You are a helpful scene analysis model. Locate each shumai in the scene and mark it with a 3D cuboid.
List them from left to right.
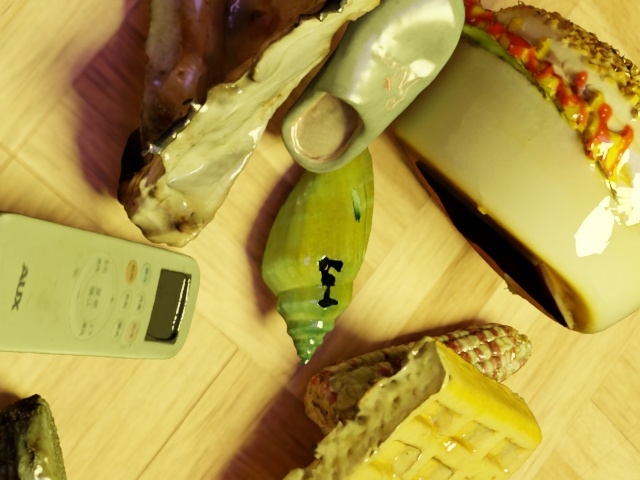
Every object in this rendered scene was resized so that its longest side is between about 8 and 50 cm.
[{"bbox_3d":[-0.236,0.169,0.964,0.087,0.124,0.099,-11,84,-10],"label":"shumai"}]

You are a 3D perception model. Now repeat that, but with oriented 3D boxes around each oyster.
[{"bbox_3d":[-0.052,-0.146,0.935,0.133,0.198,0.337,20,100,-50],"label":"oyster"}]

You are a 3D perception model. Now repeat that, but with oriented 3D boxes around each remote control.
[{"bbox_3d":[-0.164,0.038,0.913,0.309,0.038,0.090,22,80,-69],"label":"remote control"}]

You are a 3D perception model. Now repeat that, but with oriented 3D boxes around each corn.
[{"bbox_3d":[0.092,0.124,1.186,0.237,0.079,0.079,-17,113,-33],"label":"corn"}]

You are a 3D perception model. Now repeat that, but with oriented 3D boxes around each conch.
[{"bbox_3d":[0.002,0.002,1.091,0.095,0.079,0.201,39,72,-54],"label":"conch"}]

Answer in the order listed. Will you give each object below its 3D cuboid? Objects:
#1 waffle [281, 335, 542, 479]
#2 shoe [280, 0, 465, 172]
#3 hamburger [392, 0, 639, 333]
[{"bbox_3d":[0.069,0.214,1.137,0.248,0.055,0.221,-47,142,6],"label":"waffle"},{"bbox_3d":[0.035,-0.118,0.988,0.079,0.078,0.195,36,123,-9],"label":"shoe"},{"bbox_3d":[0.196,-0.062,1.073,0.179,0.276,0.294,-42,140,-3],"label":"hamburger"}]
